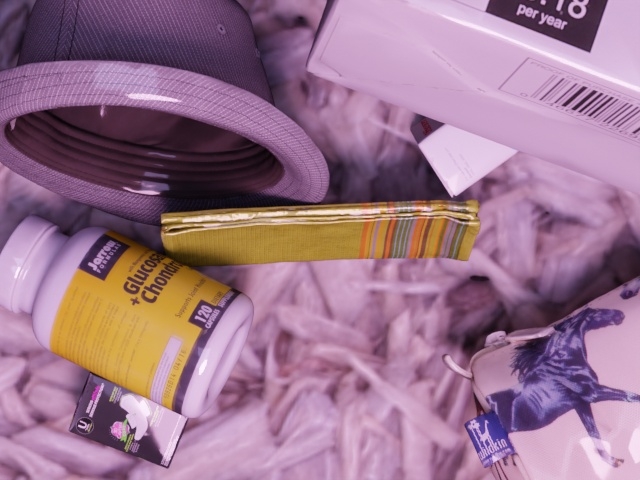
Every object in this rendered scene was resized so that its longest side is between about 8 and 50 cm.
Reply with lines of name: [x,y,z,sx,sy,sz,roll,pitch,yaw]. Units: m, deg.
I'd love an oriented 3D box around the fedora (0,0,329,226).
fedora: [-0.118,-0.109,1.312,0.243,0.275,0.124,-7,69,34]

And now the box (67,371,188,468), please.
box: [-0.145,0.131,1.419,0.083,0.062,0.052,22,101,-6]

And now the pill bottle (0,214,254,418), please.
pill bottle: [-0.151,0.052,1.377,0.184,0.103,0.103,25,99,7]

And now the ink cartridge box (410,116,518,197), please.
ink cartridge box: [0.131,-0.092,1.371,0.122,0.088,0.052,-36,99,5]

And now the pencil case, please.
pencil case: [0.301,0.067,1.368,0.410,0.160,0.183,-32,96,4]

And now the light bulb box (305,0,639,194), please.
light bulb box: [0.220,-0.239,1.224,0.358,0.225,0.361,20,79,-4]

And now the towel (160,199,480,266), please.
towel: [0.000,0.000,1.384,0.237,0.102,0.021,-2,68,-1]
